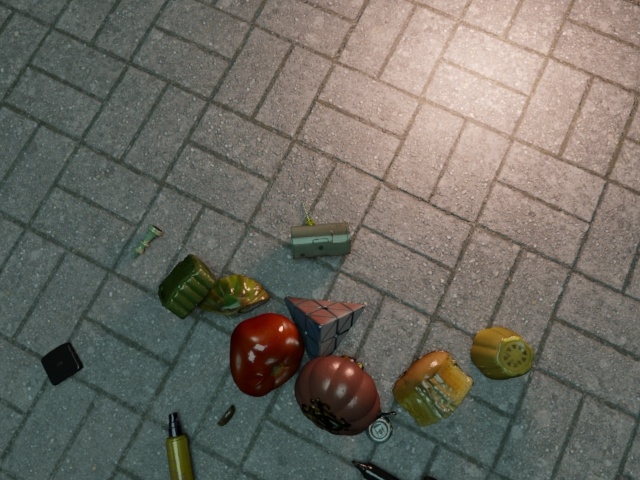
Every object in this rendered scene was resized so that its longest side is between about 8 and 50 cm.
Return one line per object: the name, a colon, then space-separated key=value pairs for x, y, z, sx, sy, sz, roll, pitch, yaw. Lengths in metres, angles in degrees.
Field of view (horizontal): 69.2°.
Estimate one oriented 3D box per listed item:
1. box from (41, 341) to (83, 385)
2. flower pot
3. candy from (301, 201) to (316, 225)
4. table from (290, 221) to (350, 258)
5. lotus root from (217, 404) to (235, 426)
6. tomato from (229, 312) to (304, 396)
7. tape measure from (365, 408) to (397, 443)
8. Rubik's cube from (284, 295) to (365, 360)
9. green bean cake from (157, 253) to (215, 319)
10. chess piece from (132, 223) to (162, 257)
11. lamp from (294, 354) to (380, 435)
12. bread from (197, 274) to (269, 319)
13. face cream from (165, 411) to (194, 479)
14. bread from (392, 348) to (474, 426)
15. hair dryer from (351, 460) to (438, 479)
box: x=-0.978 y=0.464 z=1.751 sx=0.126 sy=0.027 sz=0.125 roll=-33 pitch=78 yaw=-3
flower pot: x=0.654 y=0.403 z=1.638 sx=0.195 sy=0.179 sz=0.195 roll=0 pitch=80 yaw=0
candy: x=-0.051 y=-0.099 z=1.833 sx=0.035 sy=0.035 sz=0.123 roll=-24 pitch=69 yaw=9
table: x=0.000 y=0.000 z=1.760 sx=0.219 sy=0.126 sz=0.127 roll=-5 pitch=79 yaw=-1
lotus root: x=-0.340 y=0.642 z=1.691 sx=0.030 sy=0.037 sz=0.083 roll=36 pitch=82 yaw=4
tomato: x=-0.199 y=0.389 z=1.631 sx=0.299 sy=0.298 sz=0.226 roll=-50 pitch=49 yaw=-7
tape measure: x=0.216 y=0.653 z=1.611 sx=0.104 sy=0.180 sz=0.107 roll=-30 pitch=78 yaw=-21
Rubik's cube: x=0.005 y=0.308 z=1.694 sx=0.228 sy=0.228 sz=0.233 roll=39 pitch=38 yaw=-27
green bean cake: x=-0.491 y=0.164 z=1.697 sx=0.113 sy=0.214 sz=0.200 roll=43 pitch=81 yaw=-29
chess piece: x=-0.687 y=0.008 z=1.815 sx=0.059 sy=0.059 sz=0.149 roll=37 pitch=86 yaw=8
lamp: x=0.063 y=0.516 z=1.588 sx=0.305 sy=0.305 sz=0.240 roll=31 pitch=49 yaw=7
bread: x=-0.336 y=0.203 z=1.718 sx=0.260 sy=0.158 sz=0.156 roll=-24 pitch=76 yaw=-5
face cream: x=-0.507 y=0.756 z=1.653 sx=0.078 sy=0.078 sz=0.274 roll=-13 pitch=79 yaw=-1
bread: x=0.390 y=0.516 z=1.632 sx=0.262 sy=0.162 sz=0.204 roll=-44 pitch=78 yaw=2
hair dryer: x=0.259 y=0.875 z=1.612 sx=0.352 sy=0.107 sz=0.189 roll=23 pitch=82 yaw=14
